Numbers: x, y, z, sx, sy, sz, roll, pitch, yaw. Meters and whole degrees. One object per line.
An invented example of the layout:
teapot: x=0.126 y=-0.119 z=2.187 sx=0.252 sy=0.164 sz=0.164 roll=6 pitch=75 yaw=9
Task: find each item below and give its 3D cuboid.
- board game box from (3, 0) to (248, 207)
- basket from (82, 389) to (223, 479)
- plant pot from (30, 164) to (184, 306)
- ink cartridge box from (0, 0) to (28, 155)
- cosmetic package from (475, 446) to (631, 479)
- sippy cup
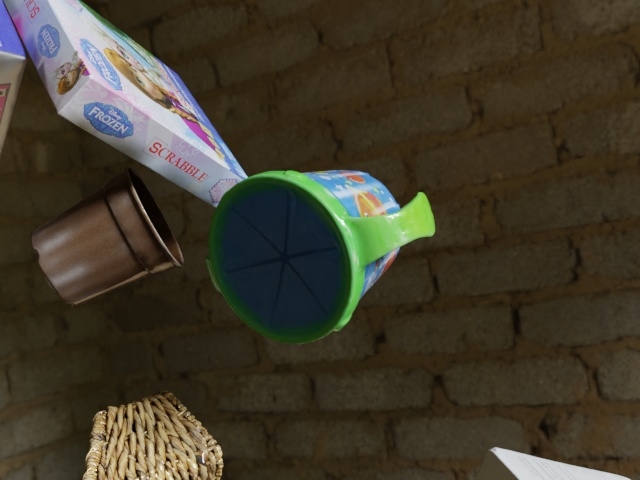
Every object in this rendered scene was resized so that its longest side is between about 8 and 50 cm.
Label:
board game box: x=-0.272 y=-0.213 z=1.108 sx=0.066 sy=0.318 sz=0.318 roll=-44 pitch=-37 yaw=10
basket: x=-0.298 y=0.399 z=1.177 sx=0.223 sy=0.299 sz=0.213 roll=-18 pitch=38 yaw=-37
plant pot: x=-0.305 y=0.004 z=1.110 sx=0.165 sy=0.166 sz=0.167 roll=-28 pitch=1 yaw=-3
ink cartridge box: x=-0.478 y=-0.252 z=1.072 sx=0.069 sy=0.175 sz=0.371 roll=-17 pitch=-18 yaw=-35
cosmetic package: x=0.431 y=0.638 z=1.366 sx=0.328 sy=0.393 sz=0.329 roll=16 pitch=9 yaw=-16
sippy cup: x=0.000 y=0.000 z=1.106 sx=0.306 sy=0.240 sz=0.224 roll=25 pitch=26 yaw=23
